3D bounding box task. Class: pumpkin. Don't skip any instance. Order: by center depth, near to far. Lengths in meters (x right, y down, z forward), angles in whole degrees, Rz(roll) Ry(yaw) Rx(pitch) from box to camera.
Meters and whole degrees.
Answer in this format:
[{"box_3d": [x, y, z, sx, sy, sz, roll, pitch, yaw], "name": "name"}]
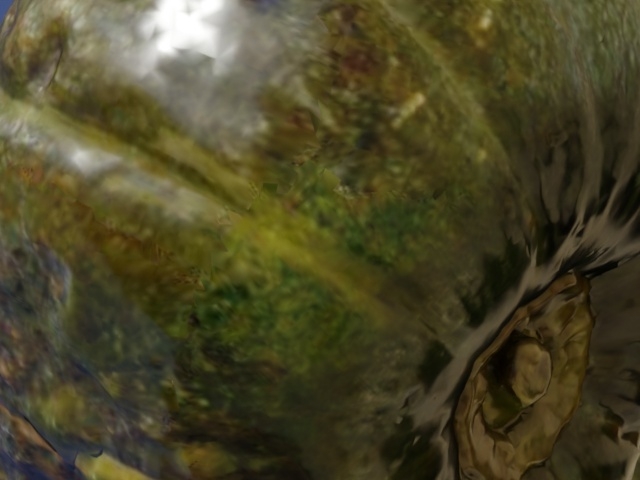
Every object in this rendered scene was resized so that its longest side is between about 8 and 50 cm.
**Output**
[{"box_3d": [-0.002, -0.001, 0.497, 0.260, 0.189, 0.260, -32, -44, -37], "name": "pumpkin"}]
